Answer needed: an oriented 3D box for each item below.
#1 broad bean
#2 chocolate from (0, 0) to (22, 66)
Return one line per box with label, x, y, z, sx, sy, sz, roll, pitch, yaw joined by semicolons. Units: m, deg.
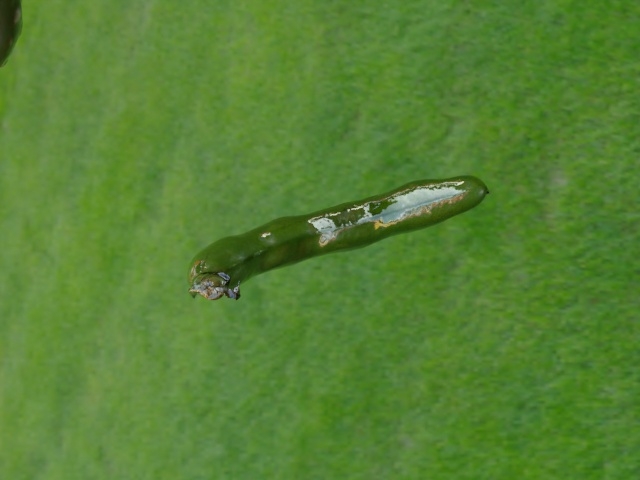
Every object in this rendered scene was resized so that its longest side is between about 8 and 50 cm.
broad bean;0.000;0.000;1.055;0.144;0.291;0.049;1;108;57
chocolate;-0.451;-0.223;1.247;0.225;0.340;0.210;-86;-18;-50
